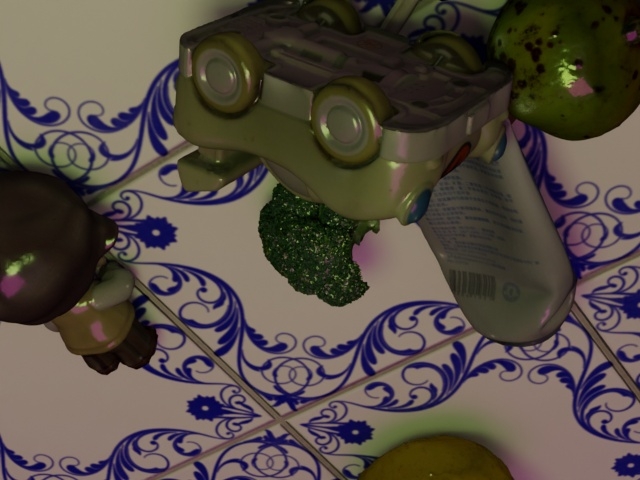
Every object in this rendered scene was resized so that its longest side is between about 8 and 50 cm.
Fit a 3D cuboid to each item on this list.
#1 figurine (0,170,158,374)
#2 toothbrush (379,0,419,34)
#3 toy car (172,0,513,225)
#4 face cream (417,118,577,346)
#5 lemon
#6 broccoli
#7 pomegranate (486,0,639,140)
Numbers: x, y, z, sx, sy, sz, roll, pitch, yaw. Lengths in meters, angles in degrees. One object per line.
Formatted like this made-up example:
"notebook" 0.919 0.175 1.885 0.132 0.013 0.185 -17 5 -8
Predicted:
"figurine" -0.351 0.040 1.566 0.218 0.206 0.365 2 159 28
"toothbrush" 0.129 -0.324 1.322 0.025 0.030 0.307 4 136 -34
"toy car" 0.016 -0.124 1.276 0.336 0.242 0.226 25 126 25
"face cream" 0.207 -0.017 1.489 0.234 0.137 0.420 9 142 44
"lemon" 0.175 0.437 1.804 0.310 0.253 0.253 -19 126 20
"broccoli" 0.000 0.000 1.505 0.156 0.195 0.195 -23 137 -29
"pomegranate" 0.280 -0.194 1.323 0.198 0.198 0.246 10 138 -6
